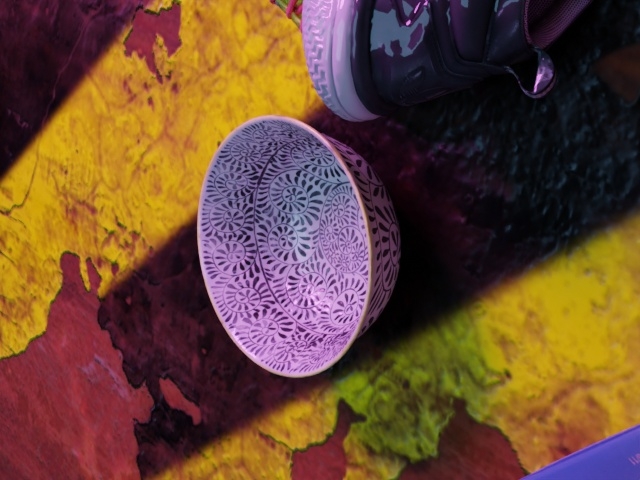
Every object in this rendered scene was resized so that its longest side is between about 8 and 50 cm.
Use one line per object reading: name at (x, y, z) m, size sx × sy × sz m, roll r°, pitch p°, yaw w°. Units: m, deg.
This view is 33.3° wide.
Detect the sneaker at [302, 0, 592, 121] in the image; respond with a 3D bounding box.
sneaker at (0.082, -0.196, 0.581) m, size 0.153 × 0.101 × 0.269 m, roll 3°, pitch 81°, yaw 27°

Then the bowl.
bowl at (0.000, 0.000, 0.709) m, size 0.170 × 0.080 × 0.170 m, roll 11°, pitch 105°, yaw 47°

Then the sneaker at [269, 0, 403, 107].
sneaker at (-0.008, -0.166, 0.680) m, size 0.081 × 0.094 × 0.208 m, roll -48°, pitch 64°, yaw 39°

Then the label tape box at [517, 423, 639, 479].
label tape box at (0.170, 0.260, 0.441) m, size 0.348 × 0.249 × 0.115 m, roll 52°, pitch 130°, yaw 29°
